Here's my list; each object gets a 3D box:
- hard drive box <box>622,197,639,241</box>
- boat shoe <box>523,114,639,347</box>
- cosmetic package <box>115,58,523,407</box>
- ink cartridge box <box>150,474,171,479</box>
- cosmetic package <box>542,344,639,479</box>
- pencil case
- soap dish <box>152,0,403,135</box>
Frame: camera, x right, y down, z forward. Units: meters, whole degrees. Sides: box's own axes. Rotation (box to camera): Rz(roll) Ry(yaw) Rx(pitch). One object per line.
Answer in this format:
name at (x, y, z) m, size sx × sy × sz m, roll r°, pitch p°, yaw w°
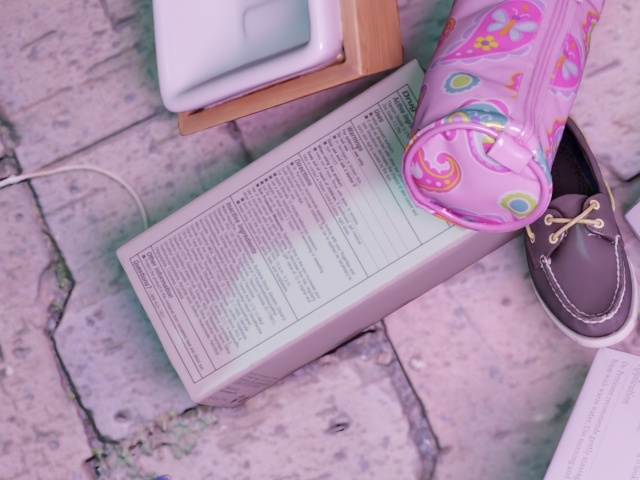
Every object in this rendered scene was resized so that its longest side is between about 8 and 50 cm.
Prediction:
hard drive box at (0.369, 0.015, 1.255) m, size 0.232 × 0.089 × 0.181 m, roll 57°, pitch 143°, yaw 14°
boat shoe at (0.198, -0.016, 1.315) m, size 0.081 × 0.068 × 0.227 m, roll -16°, pitch 47°, yaw 5°
cosmetic package at (0.000, 0.000, 1.401) m, size 0.309 × 0.113 × 0.160 m, roll -30°, pitch 75°, yaw 9°
ink cartridge box at (-0.200, 0.348, 1.442) m, size 0.223 × 0.045 × 0.224 m, roll -24°, pitch 76°, yaw 12°
cosmetic package at (0.351, 0.242, 1.191) m, size 0.385 × 0.156 × 0.217 m, roll 17°, pitch 51°, yaw 20°
pencil case at (0.151, -0.137, 1.302) m, size 0.124 × 0.124 × 0.284 m, roll 8°, pitch 46°, yaw 17°
soap dish at (-0.041, -0.251, 1.409) m, size 0.229 × 0.118 × 0.291 m, roll -14°, pitch 77°, yaw 44°
